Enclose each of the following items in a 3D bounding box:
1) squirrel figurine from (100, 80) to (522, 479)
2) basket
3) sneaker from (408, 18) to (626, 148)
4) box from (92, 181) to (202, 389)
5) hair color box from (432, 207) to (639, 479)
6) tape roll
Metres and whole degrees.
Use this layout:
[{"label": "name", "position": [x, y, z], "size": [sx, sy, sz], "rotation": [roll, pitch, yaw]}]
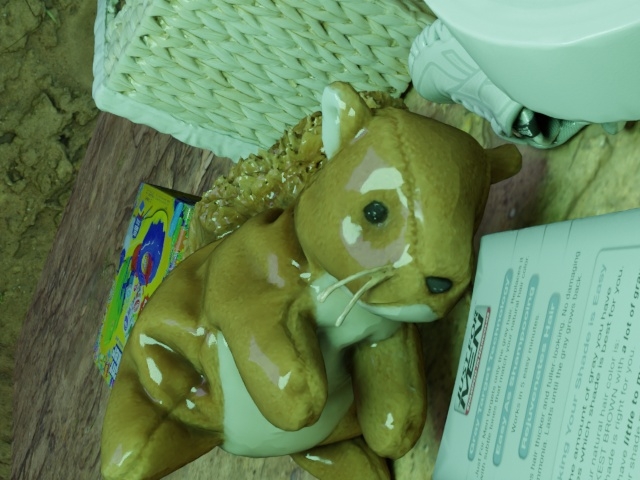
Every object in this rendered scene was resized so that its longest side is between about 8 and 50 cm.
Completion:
[{"label": "squirrel figurine", "position": [0.000, 0.000, 0.865], "size": [0.397, 0.281, 0.370], "rotation": [-95, 29, -46]}, {"label": "basket", "position": [-0.066, -0.285, 1.143], "size": [0.266, 0.331, 0.328], "rotation": [-50, 32, 34]}, {"label": "sneaker", "position": [0.164, -0.138, 0.827], "size": [0.292, 0.110, 0.118], "rotation": [-177, 93, -66]}, {"label": "box", "position": [-0.172, 0.087, 1.315], "size": [0.290, 0.177, 0.279], "rotation": [21, 96, 66]}, {"label": "hair color box", "position": [0.179, 0.087, 0.517], "size": [0.374, 0.114, 0.185], "rotation": [163, 120, -80]}, {"label": "tape roll", "position": [0.205, -0.226, 0.644], "size": [0.286, 0.100, 0.286], "rotation": [-19, 54, 29]}]
